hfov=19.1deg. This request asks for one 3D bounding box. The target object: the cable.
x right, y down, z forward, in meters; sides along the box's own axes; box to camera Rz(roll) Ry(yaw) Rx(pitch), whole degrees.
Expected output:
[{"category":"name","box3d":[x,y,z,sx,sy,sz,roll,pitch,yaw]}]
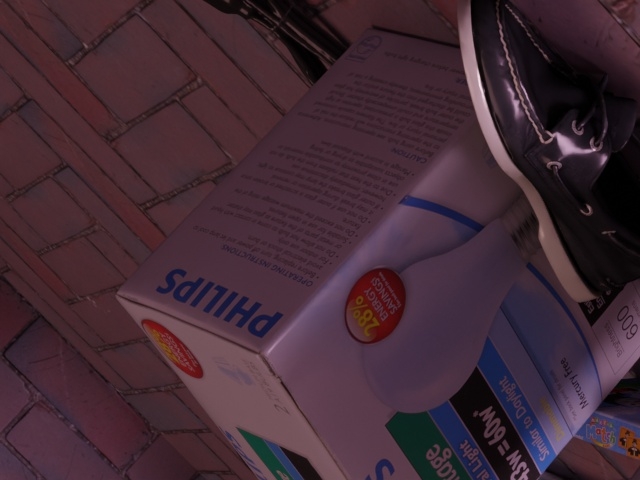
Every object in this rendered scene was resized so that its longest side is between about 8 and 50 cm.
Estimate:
[{"category":"cable","box3d":[-0.049,-0.244,1.854,0.287,0.072,0.139,32,145,-7]}]

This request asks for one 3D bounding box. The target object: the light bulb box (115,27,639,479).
[{"category":"light bulb box","box3d":[0.074,0.064,1.753,0.225,0.361,0.358,19,151,49]}]

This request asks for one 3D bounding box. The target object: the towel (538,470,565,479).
[{"category":"towel","box3d":[0.340,0.457,2.312,0.374,0.090,0.321,18,119,47]}]

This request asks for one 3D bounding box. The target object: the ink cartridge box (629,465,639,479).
[{"category":"ink cartridge box","box3d":[0.354,0.201,1.449,0.166,0.395,0.285,41,161,-1]}]

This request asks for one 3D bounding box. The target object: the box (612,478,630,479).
[{"category":"box","box3d":[0.429,0.270,1.824,0.201,0.057,0.293,15,167,-16]}]

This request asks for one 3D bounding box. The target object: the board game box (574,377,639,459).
[{"category":"board game box","box3d":[0.323,0.177,1.845,0.211,0.160,0.039,17,104,52]}]

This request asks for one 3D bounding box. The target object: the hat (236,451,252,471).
[{"category":"hat","box3d":[0.042,0.201,2.404,0.331,0.331,0.134,57,-165,-35]}]

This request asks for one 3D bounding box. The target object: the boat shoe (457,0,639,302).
[{"category":"boat shoe","box3d":[0.212,-0.081,1.568,0.113,0.127,0.340,-12,128,22]}]
